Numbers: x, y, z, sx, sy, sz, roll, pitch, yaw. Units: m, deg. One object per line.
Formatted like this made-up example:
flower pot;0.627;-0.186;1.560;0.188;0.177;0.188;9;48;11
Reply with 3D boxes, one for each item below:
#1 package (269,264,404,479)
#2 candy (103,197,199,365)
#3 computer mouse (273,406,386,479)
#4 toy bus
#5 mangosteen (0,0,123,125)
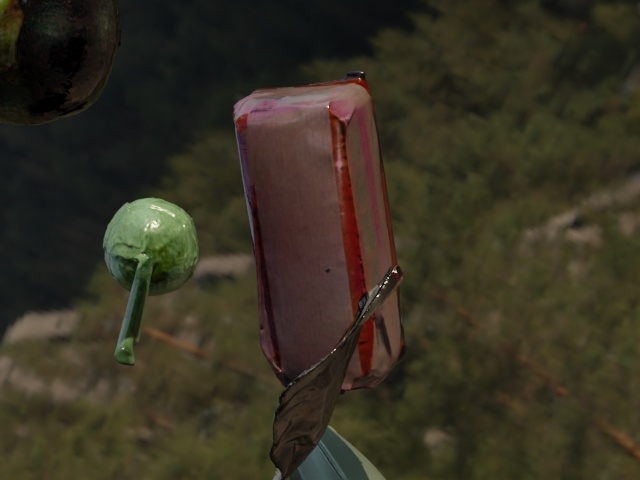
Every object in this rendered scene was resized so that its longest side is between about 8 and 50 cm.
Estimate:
package;0.000;0.128;1.378;0.154;0.030;0.239;-50;-14;-32
candy;-0.203;0.051;1.851;0.119;0.119;0.440;-61;8;14
computer mouse;0.040;0.291;1.758;0.159;0.097;0.288;79;167;-58
toy bus;0.000;0.000;1.551;0.147;0.128;0.302;-52;-44;-70
mangosteen;-0.313;-0.221;1.654;0.243;0.243;0.243;-55;21;32
